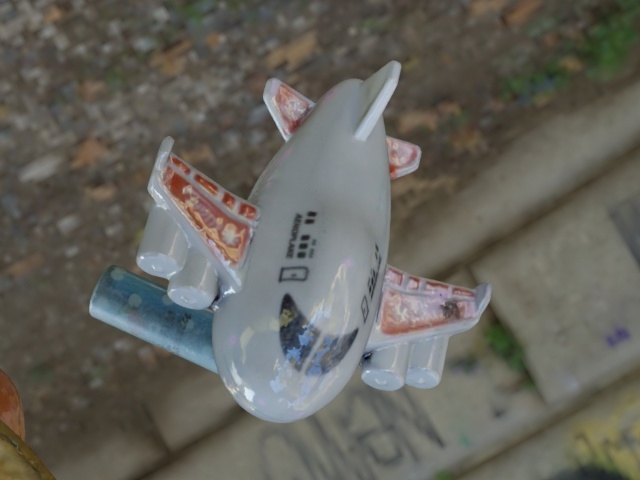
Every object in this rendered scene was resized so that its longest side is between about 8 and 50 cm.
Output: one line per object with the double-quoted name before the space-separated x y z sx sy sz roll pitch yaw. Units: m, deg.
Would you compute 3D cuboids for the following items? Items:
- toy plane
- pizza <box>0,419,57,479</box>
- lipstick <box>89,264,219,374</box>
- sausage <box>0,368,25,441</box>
"toy plane" -0.002 0.001 1.242 0.252 0.252 0.118 -23 175 -31
"pizza" -0.213 0.154 0.780 0.226 0.335 0.086 -45 172 -20
"lipstick" -0.105 0.069 1.488 0.048 0.158 0.048 -61 167 -24
"sausage" -0.299 0.069 1.147 0.113 0.259 0.113 -54 -173 10
